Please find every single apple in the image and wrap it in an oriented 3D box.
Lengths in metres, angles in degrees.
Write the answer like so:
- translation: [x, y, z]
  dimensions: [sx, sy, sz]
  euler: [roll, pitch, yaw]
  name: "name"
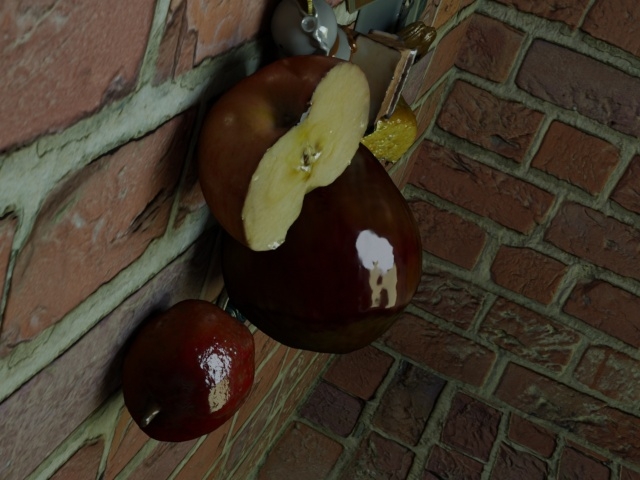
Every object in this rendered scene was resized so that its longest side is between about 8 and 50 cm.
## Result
- translation: [-0.076, -0.147, 1.305]
  dimensions: [0.293, 0.163, 0.251]
  euler: [-50, 156, -24]
  name: "apple"

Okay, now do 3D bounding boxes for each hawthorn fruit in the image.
- translation: [-0.214, 0.210, 1.421]
  dimensions: [0.250, 0.215, 0.215]
  euler: [-39, 153, -53]
  name: "hawthorn fruit"

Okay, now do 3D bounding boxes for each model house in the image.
- translation: [0.060, -0.300, 1.607]
  dimensions: [0.172, 0.183, 0.166]
  euler: [-44, 157, -62]
  name: "model house"

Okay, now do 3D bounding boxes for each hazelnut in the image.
- translation: [0.000, 0.000, 1.605]
  dimensions: [0.421, 0.353, 0.421]
  euler: [-12, 90, -73]
  name: "hazelnut"

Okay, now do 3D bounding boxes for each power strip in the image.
- translation: [0.238, -0.620, 2.153]
  dimensions: [0.118, 0.046, 0.270]
  euler: [-57, 167, -36]
  name: "power strip"

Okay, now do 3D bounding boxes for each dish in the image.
- translation: [0.145, -0.491, 1.887]
  dimensions: [0.182, 0.080, 0.243]
  euler: [-54, 166, -49]
  name: "dish"

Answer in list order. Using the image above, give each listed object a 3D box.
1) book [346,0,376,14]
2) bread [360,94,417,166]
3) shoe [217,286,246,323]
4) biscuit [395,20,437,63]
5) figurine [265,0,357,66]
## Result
- translation: [0.120, -0.501, 1.638]
  dimensions: [0.170, 0.018, 0.241]
  euler: [-27, 166, -2]
  name: "book"
- translation: [0.114, -0.261, 1.880]
  dimensions: [0.147, 0.160, 0.260]
  euler: [-37, 158, 25]
  name: "bread"
- translation: [-0.137, 0.111, 1.814]
  dimensions: [0.207, 0.106, 0.091]
  euler: [-61, 169, 5]
  name: "shoe"
- translation: [0.149, -0.375, 1.944]
  dimensions: [0.208, 0.041, 0.290]
  euler: [-27, 172, -26]
  name: "biscuit"
- translation: [-0.010, -0.302, 1.389]
  dimensions: [0.143, 0.143, 0.271]
  euler: [-59, 170, -32]
  name: "figurine"
